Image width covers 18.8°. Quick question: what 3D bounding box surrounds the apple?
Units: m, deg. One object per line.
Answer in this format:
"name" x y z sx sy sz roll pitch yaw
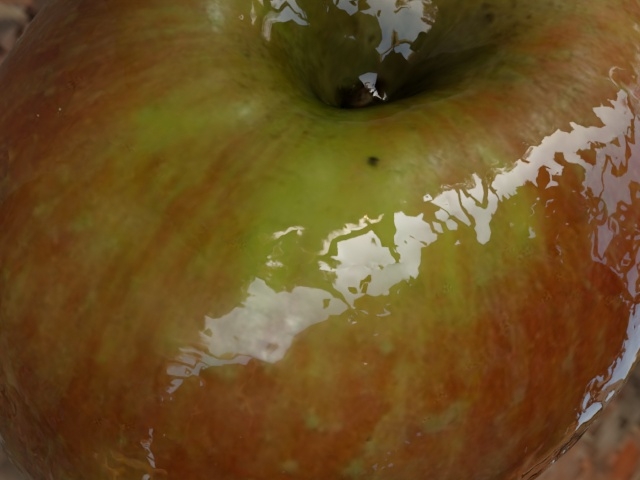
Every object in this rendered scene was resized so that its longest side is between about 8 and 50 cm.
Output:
"apple" 0.000 0.000 0.794 0.309 0.277 0.250 -19 146 -16
